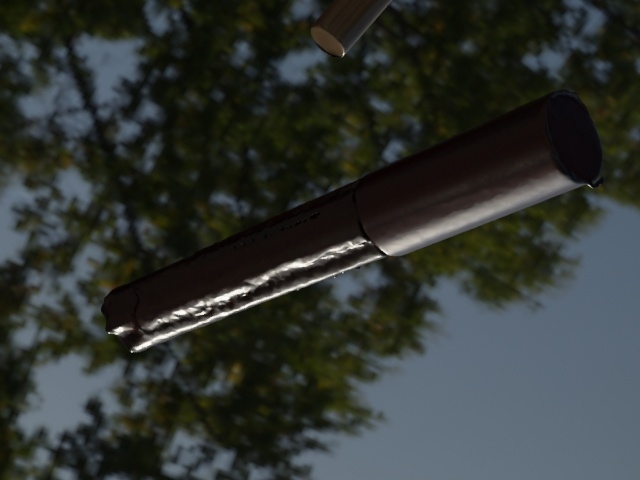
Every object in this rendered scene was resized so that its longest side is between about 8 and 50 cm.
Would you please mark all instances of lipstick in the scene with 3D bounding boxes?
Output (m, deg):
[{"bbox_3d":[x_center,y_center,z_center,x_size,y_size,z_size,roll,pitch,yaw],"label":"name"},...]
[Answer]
[{"bbox_3d":[0.030,-0.113,0.735,0.019,0.019,0.094,19,-117,44],"label":"lipstick"},{"bbox_3d":[0.000,-0.001,0.505,0.176,0.027,0.027,-22,-123,39],"label":"lipstick"}]
